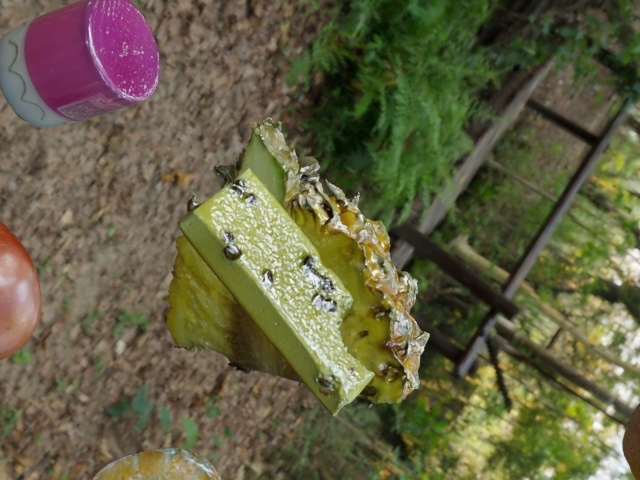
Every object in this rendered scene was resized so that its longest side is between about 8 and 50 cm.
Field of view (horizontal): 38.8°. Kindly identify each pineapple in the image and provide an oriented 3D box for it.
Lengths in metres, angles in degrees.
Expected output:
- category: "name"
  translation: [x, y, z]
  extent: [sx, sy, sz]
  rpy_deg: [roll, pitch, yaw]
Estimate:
- category: "pineapple"
  translation: [0.000, -0.003, 1.015]
  extent: [0.209, 0.344, 0.286]
  rpy_deg: [-21, 115, -52]

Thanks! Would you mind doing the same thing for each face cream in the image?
- category: "face cream"
  translation: [-0.376, -0.276, 1.410]
  extent: [0.175, 0.194, 0.175]
  rpy_deg: [35, 48, -53]

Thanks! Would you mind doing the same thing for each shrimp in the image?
- category: "shrimp"
  translation: [-0.181, 0.281, 0.938]
  extent: [0.187, 0.132, 0.052]
  rpy_deg: [-49, -176, 15]

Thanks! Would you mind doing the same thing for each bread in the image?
- category: "bread"
  translation: [-0.028, 0.046, 0.826]
  extent: [0.088, 0.226, 0.049]
  rpy_deg: [-42, -176, -40]

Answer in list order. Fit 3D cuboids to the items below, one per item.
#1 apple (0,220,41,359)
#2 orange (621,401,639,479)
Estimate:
- category: "apple"
  translation: [-0.585, 0.080, 1.469]
  extent: [0.216, 0.260, 0.260]
  rpy_deg: [-23, 146, -46]
- category: "orange"
  translation: [0.453, 0.224, 1.017]
  extent: [0.249, 0.183, 0.249]
  rpy_deg: [-33, 145, -26]
